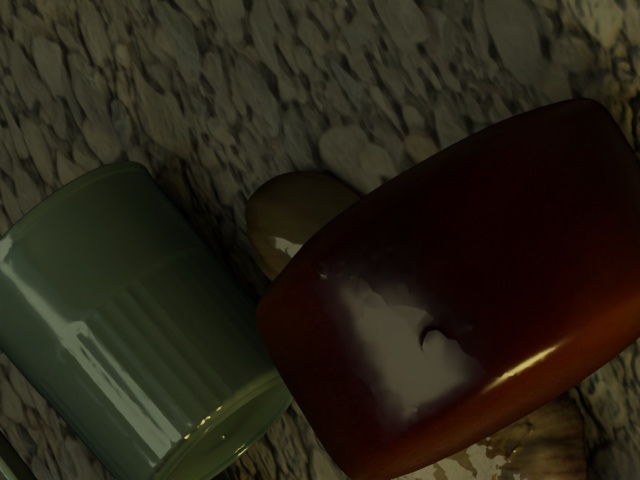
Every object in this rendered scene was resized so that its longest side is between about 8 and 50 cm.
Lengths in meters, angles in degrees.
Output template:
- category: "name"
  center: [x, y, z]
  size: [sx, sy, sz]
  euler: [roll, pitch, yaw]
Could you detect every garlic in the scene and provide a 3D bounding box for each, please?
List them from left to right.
- category: "garlic"
  center: [0.153, 0.212, 1.863]
  size: [0.245, 0.160, 0.245]
  euler: [1, 93, 24]

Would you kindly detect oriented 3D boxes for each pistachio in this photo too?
- category: "pistachio"
  center: [0.000, 0.000, 1.968]
  size: [0.185, 0.126, 0.108]
  euler: [33, 175, 28]

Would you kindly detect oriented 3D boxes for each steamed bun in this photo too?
- category: "steamed bun"
  center: [0.121, 0.049, 1.656]
  size: [0.379, 0.248, 0.235]
  euler: [-33, 81, 19]

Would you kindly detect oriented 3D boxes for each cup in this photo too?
- category: "cup"
  center: [-0.224, 0.126, 2.107]
  size: [0.311, 0.331, 0.257]
  euler: [48, 148, 15]
